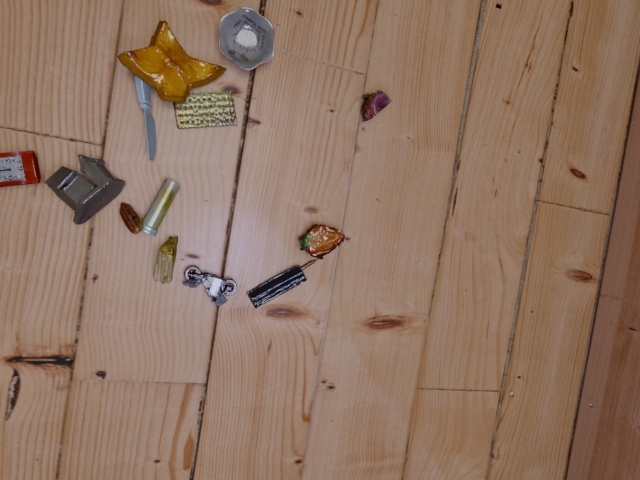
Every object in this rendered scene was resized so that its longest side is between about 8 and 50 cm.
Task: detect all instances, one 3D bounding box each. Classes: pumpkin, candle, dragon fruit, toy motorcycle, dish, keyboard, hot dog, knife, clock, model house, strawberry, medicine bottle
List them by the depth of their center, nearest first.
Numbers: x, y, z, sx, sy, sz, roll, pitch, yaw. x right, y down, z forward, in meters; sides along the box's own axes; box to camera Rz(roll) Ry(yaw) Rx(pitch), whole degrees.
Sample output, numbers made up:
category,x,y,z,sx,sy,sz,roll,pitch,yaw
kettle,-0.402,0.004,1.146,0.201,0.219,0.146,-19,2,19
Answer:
category,x,y,z,sx,sy,sz,roll,pitch,yaw
clock,-1.062,-0.246,1.493,0.154,0.061,0.113,-8,97,-13
model house,-0.845,-0.196,1.533,0.188,0.122,0.229,46,77,-10
pumpkin,-0.538,-0.639,1.585,0.290,0.095,0.258,38,64,-17
hot dog,-0.703,-0.085,1.593,0.062,0.038,0.144,-41,68,3
knife,-0.636,-0.458,1.597,0.044,0.080,0.332,-6,94,5
medicine bottle,-0.610,-0.127,1.637,0.073,0.074,0.218,28,84,-17
dish,-0.288,-0.776,1.678,0.229,0.081,0.230,-3,99,-16
toy motorcycle,-0.444,0.184,1.712,0.215,0.080,0.123,22,86,-12
keyboard,-0.182,0.190,1.810,0.250,0.017,0.087,-28,102,-6
strawberry,-0.004,0.000,1.826,0.192,0.085,0.140,-42,97,-15
dragon fruit,0.224,-0.588,1.842,0.147,0.102,0.096,-45,113,-19
candle,-0.060,0.108,1.850,0.167,0.021,0.026,-30,103,-12

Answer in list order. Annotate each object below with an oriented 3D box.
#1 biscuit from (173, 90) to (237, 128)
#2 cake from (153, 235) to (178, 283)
category,x,y,z,sx,sy,sz,roll,pitch,yaw
biscuit,-0.448,-0.506,1.681,0.231,0.016,0.139,-10,97,-16
cake,-0.600,0.065,1.673,0.079,0.116,0.185,5,125,-13
